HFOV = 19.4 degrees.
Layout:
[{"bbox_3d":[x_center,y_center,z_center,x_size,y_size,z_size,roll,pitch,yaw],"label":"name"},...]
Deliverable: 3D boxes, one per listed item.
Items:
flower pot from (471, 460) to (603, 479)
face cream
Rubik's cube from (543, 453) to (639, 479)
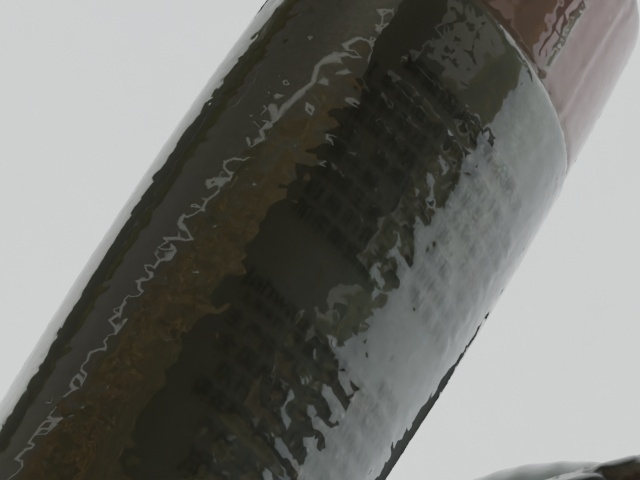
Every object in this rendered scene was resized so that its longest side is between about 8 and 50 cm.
[{"bbox_3d":[0.127,0.215,1.016,0.243,0.157,0.189,-17,-115,20],"label":"flower pot"},{"bbox_3d":[0.000,0.000,0.387,0.057,0.084,0.198,-6,-139,46],"label":"face cream"},{"bbox_3d":[0.116,0.228,0.751,0.319,0.264,0.319,2,-71,5],"label":"Rubik's cube"}]
